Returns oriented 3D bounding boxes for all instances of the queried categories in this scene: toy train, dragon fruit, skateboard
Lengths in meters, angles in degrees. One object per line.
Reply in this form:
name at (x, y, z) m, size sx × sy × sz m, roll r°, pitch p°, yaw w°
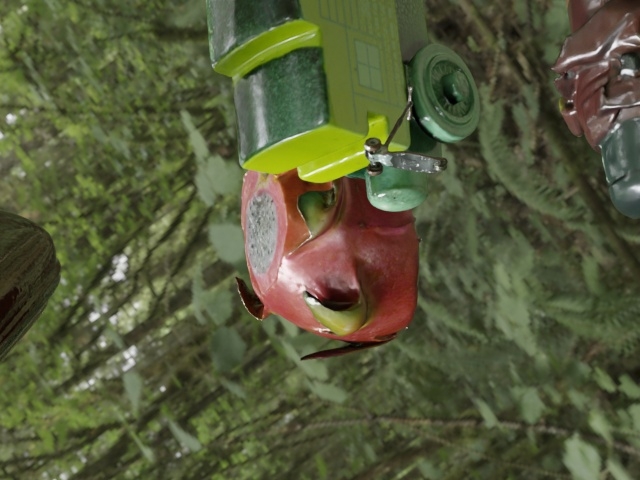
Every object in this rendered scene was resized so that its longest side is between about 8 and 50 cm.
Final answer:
toy train at (0.014, -0.252, 0.999) m, size 0.272 × 0.179 × 0.442 m, roll 8°, pitch -110°, yaw -44°
dragon fruit at (0.000, 0.000, 1.213) m, size 0.291 × 0.189 × 0.290 m, roll 173°, pitch 90°, yaw -71°
skateboard at (0.073, -0.082, 0.735) m, size 0.083 × 0.064 × 0.032 m, roll -64°, pitch -25°, yaw -44°

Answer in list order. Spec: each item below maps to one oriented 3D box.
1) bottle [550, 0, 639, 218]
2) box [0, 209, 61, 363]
bottle at (0.250, -0.150, 0.758) m, size 0.156 × 0.143 × 0.271 m, roll 139°, pitch 133°, yaw -68°
box at (-0.402, 0.049, 0.916) m, size 0.263 × 0.108 × 0.404 m, roll 12°, pitch -164°, yaw -4°
